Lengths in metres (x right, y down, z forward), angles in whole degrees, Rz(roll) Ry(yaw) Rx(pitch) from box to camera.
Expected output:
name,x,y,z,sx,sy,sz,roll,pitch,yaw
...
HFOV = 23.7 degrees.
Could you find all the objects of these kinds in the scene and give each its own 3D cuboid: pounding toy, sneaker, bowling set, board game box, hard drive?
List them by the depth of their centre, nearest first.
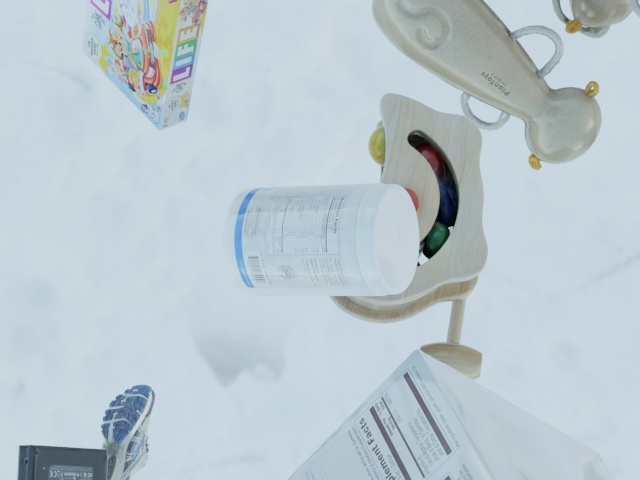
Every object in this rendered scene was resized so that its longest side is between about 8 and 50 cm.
name,x,y,z,sx,sy,sz,roll,pitch,yaw
bowling set,0.179,-0.204,0.892,0.154,0.200,0.287,39,122,0
board game box,-0.124,-0.168,1.078,0.103,0.026,0.154,45,141,28
hard drive,-0.233,0.254,1.366,0.022,0.094,0.135,-8,76,39
pounding toy,0.078,0.008,1.495,0.154,0.155,0.270,1,71,-2
sneaker,-0.218,0.228,1.714,0.052,0.058,0.135,14,74,37

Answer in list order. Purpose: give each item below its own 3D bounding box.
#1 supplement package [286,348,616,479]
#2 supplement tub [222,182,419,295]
name,x,y,z,sx,sy,sz,roll,pitch,yaw
supplement package,0.121,0.230,0.915,0.204,0.262,0.145,32,109,-38
supplement tub,0.000,0.000,0.946,0.107,0.071,0.071,-1,98,27
